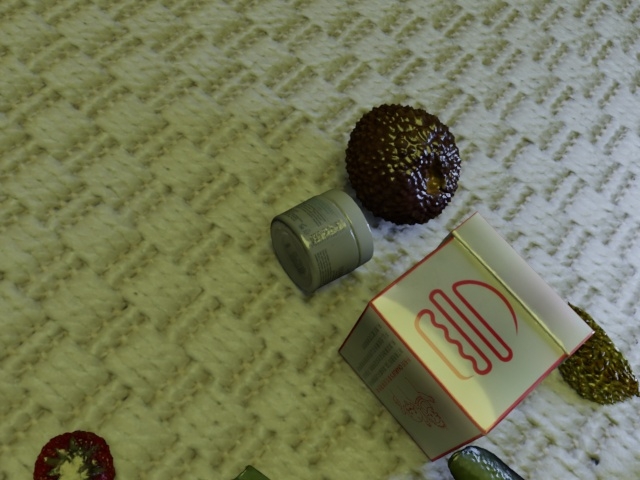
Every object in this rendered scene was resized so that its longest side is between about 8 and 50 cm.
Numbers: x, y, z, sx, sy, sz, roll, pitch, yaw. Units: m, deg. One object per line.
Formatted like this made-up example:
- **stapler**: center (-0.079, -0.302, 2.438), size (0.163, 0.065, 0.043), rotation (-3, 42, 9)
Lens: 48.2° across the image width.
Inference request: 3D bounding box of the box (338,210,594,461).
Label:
- **box**: center (0.258, 0.193, 1.369), size (0.300, 0.314, 0.312), rotation (-35, 75, -23)

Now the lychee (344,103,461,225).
- **lychee**: center (0.173, -0.172, 1.583), size (0.267, 0.267, 0.267), rotation (5, 62, -10)

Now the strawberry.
- **strawberry**: center (-0.426, 0.397, 1.243), size (0.145, 0.086, 0.145), rotation (4, 64, -9)

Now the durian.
- **durian**: center (0.590, 0.252, 1.548), size (0.252, 0.144, 0.139), rotation (48, 26, 21)

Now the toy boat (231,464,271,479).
- **toy boat**: center (-0.049, 0.524, 1.275), size (0.093, 0.055, 0.293), rotation (-36, 75, -28)

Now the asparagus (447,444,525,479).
- **asparagus**: center (0.372, 0.497, 1.304), size (0.382, 0.108, 0.128), rotation (40, 18, -4)

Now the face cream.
- **face cream**: center (0.000, 0.000, 1.490), size (0.153, 0.177, 0.177), rotation (-28, 72, -21)
